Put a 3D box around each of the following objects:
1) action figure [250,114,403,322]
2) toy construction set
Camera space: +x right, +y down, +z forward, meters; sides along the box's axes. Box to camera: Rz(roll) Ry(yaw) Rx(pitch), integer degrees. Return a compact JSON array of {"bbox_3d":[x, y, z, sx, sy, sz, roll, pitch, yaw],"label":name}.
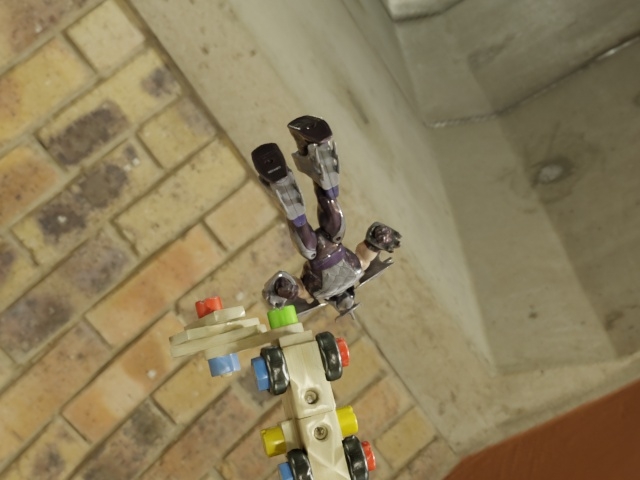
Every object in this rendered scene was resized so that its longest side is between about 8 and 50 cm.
[{"bbox_3d":[0.000,0.000,1.031,0.185,0.285,0.099,-34,-139,-17],"label":"action figure"},{"bbox_3d":[-0.030,0.193,0.898,0.151,0.328,0.215,-27,175,-14],"label":"toy construction set"}]
